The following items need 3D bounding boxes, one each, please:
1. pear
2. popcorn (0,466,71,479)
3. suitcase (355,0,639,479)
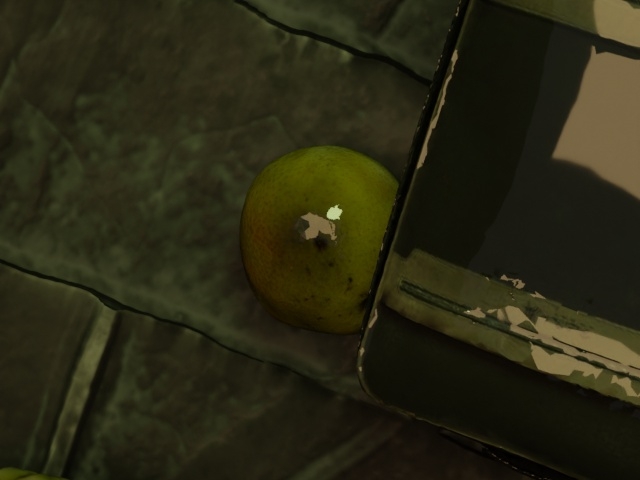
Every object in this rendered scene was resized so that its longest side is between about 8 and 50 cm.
[{"bbox_3d":[0.000,0.000,1.362,0.141,0.104,0.141,-1,86,16],"label":"pear"},{"bbox_3d":[-0.254,0.298,1.343,0.335,0.274,0.279,-7,116,21],"label":"popcorn"},{"bbox_3d":[0.207,-0.042,1.244,0.283,0.194,0.434,20,102,13],"label":"suitcase"}]
